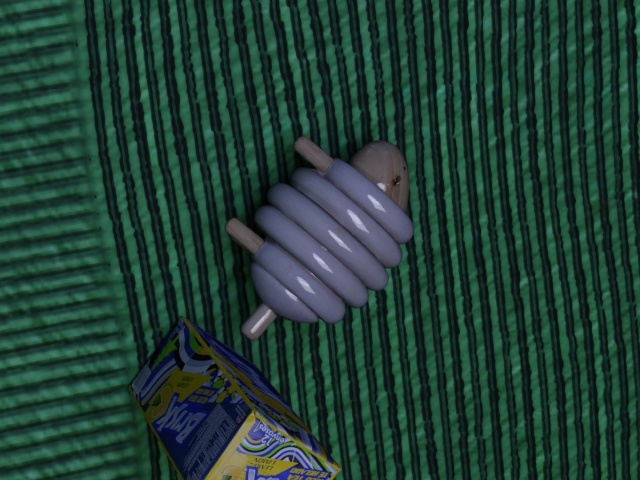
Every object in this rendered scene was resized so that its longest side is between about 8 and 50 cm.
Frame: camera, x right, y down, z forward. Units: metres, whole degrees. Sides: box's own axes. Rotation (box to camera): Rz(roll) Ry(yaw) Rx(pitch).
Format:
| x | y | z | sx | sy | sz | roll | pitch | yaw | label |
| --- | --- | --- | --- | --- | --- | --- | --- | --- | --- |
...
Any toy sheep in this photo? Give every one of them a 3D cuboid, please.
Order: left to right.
| x | y | z | sx | sy | sz | roll | pitch | yaw | label |
| --- | --- | --- | --- | --- | --- | --- | --- | --- | --- |
| 0.000 | 0.000 | 0.979 | 0.091 | 0.091 | 0.132 | 39 | 91 | -22 | toy sheep |

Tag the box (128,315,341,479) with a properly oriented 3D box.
| x | y | z | sx | sy | sz | roll | pitch | yaw | label |
| --- | --- | --- | --- | --- | --- | --- | --- | --- | --- |
| -0.049 | 0.097 | 0.941 | 0.059 | 0.169 | 0.054 | 36 | 92 | -22 | box |
